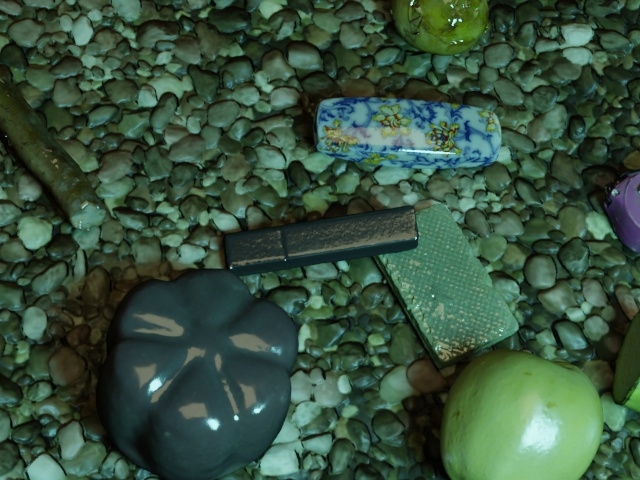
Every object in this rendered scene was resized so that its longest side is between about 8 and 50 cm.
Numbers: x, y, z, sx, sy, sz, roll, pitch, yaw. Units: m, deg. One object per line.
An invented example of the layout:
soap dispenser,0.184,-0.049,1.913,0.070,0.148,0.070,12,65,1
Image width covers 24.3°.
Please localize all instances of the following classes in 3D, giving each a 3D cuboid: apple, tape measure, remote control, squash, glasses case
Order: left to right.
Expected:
remote control,0.000,0.000,1.853,0.245,0.025,0.063,-10,69,-1
glasses case,0.113,-0.140,1.941,0.247,0.065,0.087,5,61,-7
apple,0.229,0.216,1.714,0.200,0.200,0.200,4,63,-7
tape measure,0.435,-0.044,1.938,0.118,0.074,0.125,-35,71,-22
squash,0.491,0.178,1.806,0.247,0.132,0.133,20,62,-1

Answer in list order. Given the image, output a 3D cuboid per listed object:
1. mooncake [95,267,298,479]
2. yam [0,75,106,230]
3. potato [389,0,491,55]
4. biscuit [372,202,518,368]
mooncake,-0.142,0.152,1.720,0.244,0.133,0.245,6,56,-9
yam,-0.350,-0.111,1.861,0.056,0.057,0.241,-32,73,-22
potato,0.162,-0.323,2.014,0.137,0.137,0.176,5,41,-7
biscuit,0.151,0.054,1.863,0.121,0.040,0.199,-23,68,-18
